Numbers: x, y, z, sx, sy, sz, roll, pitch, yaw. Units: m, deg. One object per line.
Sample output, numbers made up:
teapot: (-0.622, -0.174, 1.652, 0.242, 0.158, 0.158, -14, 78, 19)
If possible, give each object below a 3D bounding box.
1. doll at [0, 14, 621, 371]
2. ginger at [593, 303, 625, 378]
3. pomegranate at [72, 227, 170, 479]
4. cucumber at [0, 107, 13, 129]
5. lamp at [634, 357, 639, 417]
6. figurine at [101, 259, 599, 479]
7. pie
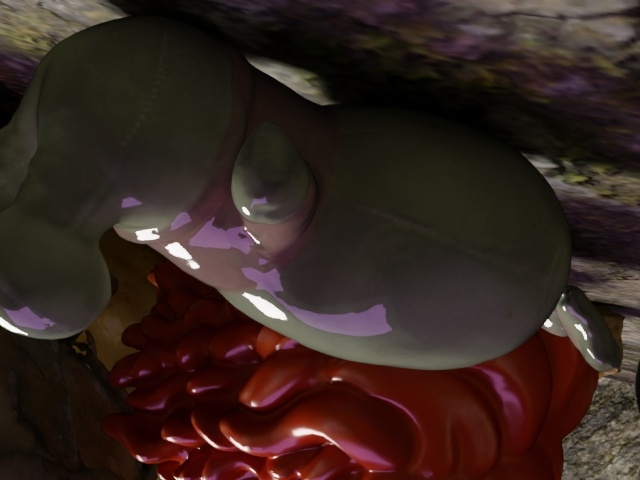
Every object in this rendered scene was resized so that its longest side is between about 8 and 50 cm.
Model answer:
doll: (0.000, -0.013, 0.435, 0.275, 0.113, 0.155, 9, -174, -23)
ginger: (0.196, 0.091, 1.063, 0.205, 0.081, 0.115, 20, 148, 42)
pomegranate: (-0.157, 0.173, 1.127, 0.410, 0.410, 0.410, 14, 174, 1)
cucumber: (-0.245, -0.073, 0.586, 0.074, 0.074, 0.241, 11, 171, 27)
lamp: (0.274, 0.098, 0.773, 0.121, 0.121, 0.215, 13, 165, 12)
figurine: (0.027, 0.090, 0.814, 0.306, 0.241, 0.412, 6, -176, 5)
pie: (-0.217, 0.044, 0.766, 0.075, 0.338, 0.337, -30, 163, 10)
